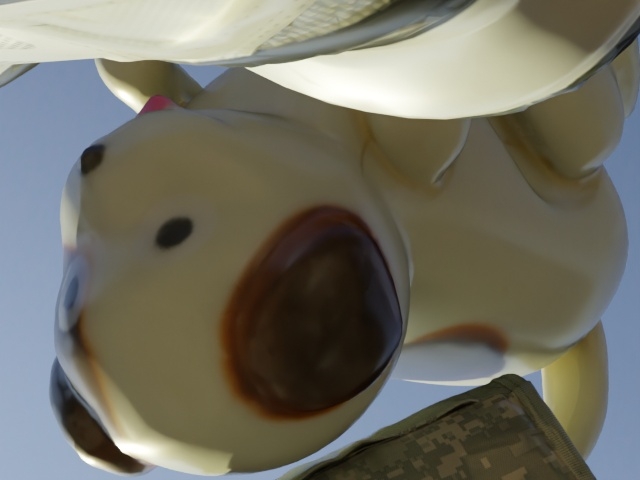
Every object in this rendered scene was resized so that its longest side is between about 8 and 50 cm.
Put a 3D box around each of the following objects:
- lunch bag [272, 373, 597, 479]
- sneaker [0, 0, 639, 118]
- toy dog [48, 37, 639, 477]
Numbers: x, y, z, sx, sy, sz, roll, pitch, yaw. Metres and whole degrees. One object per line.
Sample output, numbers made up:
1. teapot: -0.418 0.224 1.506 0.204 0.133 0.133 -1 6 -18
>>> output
1. lunch bag: 0.062 0.243 1.030 0.235 0.169 0.287 -23 -78 -15
2. sneaker: -0.153 -0.122 0.434 0.257 0.447 0.169 5 -88 -42
3. toy dog: 0.000 0.000 1.097 0.284 0.408 0.395 -10 -81 37
